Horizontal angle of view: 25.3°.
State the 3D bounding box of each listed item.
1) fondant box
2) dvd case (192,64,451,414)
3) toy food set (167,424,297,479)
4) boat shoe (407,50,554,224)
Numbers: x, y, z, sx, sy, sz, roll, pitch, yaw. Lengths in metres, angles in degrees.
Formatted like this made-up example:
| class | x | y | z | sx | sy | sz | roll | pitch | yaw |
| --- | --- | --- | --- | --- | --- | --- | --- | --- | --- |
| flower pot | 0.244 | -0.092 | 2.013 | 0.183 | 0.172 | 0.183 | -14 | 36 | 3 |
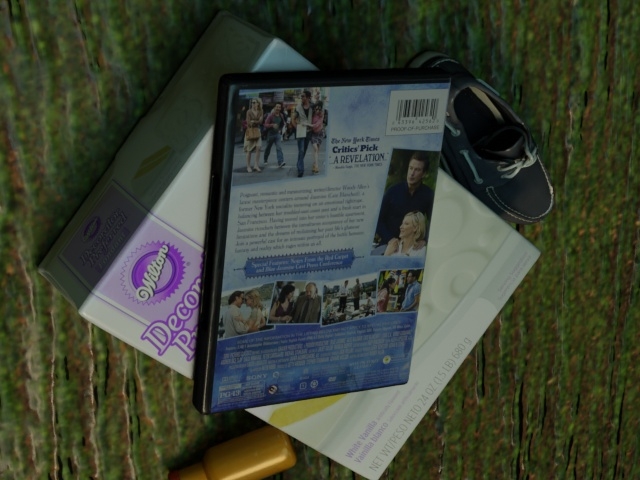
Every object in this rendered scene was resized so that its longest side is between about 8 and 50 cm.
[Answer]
| class | x | y | z | sx | sy | sz | roll | pitch | yaw |
| --- | --- | --- | --- | --- | --- | --- | --- | --- | --- |
| fondant box | -0.014 | 0.015 | 1.103 | 0.330 | 0.096 | 0.238 | 35 | 91 | -36 |
| dvd case | 0.000 | 0.000 | 1.032 | 0.180 | 0.022 | 0.253 | -5 | 114 | -28 |
| toy food set | -0.039 | 0.273 | 1.201 | 0.104 | 0.111 | 0.232 | -20 | 128 | 1 |
| boat shoe | 0.142 | -0.072 | 1.177 | 0.075 | 0.065 | 0.206 | -48 | 127 | -5 |
